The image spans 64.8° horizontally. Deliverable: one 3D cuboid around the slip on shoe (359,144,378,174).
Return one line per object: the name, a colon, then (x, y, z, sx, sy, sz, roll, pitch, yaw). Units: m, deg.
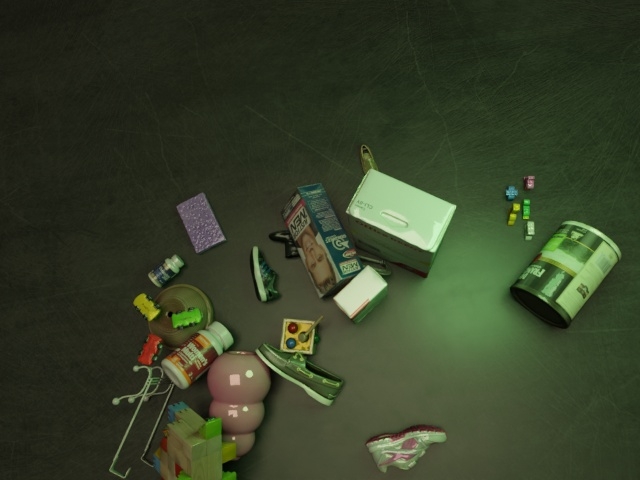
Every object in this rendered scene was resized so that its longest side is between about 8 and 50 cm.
slip on shoe: (0.176, -0.287, 1.842, 0.051, 0.041, 0.135, -14, 74, 4)

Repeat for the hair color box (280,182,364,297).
hair color box: (0.000, 0.000, 1.714, 0.105, 0.174, 0.347, -15, 70, -32)

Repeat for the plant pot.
plant pot: (-0.503, 0.263, 1.760, 0.237, 0.110, 0.237, -2, 74, 8)

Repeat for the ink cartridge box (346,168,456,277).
ink cartridge box: (0.250, -0.040, 1.589, 0.279, 0.384, 0.160, 25, 80, 13)

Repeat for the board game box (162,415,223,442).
board game box: (-0.403, 0.643, 1.604, 0.260, 0.030, 0.136, -25, 81, 37)

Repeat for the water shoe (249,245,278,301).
water shoe: (-0.199, 0.117, 1.787, 0.080, 0.073, 0.203, -5, 73, -21)

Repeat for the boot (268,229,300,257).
boot: (-0.122, 0.014, 1.806, 0.121, 0.045, 0.099, -9, 75, 2)

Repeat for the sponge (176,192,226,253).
sponge: (-0.443, -0.064, 1.877, 0.117, 0.031, 0.210, -28, 74, 0)

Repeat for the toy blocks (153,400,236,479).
toy blocks: (-0.402, 0.666, 1.503, 0.261, 0.191, 0.381, 13, 105, 46)

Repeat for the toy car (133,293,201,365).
toy car: (-0.497, 0.277, 1.669, 0.225, 0.053, 0.239, -13, 71, 2)

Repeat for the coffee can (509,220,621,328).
coffee can: (0.761, 0.106, 1.575, 0.201, 0.201, 0.275, 39, 83, 15)

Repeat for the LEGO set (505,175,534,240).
LEGO set: (0.674, -0.121, 1.702, 0.087, 0.093, 0.227, 1, 76, 9)

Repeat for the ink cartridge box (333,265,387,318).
ink cartridge box: (0.133, 0.180, 1.635, 0.158, 0.218, 0.092, -43, 73, -4)

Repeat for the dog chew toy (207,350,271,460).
dog chew toy: (-0.267, 0.528, 1.619, 0.207, 0.206, 0.331, 4, 84, 9)

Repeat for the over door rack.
over door rack: (-0.579, 0.566, 1.623, 0.108, 0.239, 0.324, 8, 76, 8)

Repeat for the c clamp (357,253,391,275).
c clamp: (0.166, 0.072, 1.727, 0.161, 0.137, 0.022, 17, 113, -1)

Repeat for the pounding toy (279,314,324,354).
pounding toy: (-0.057, 0.313, 1.688, 0.141, 0.100, 0.130, 4, 76, 9)

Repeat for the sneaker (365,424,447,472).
sneaker: (0.272, 0.646, 1.563, 0.252, 0.103, 0.111, -18, 78, 10)

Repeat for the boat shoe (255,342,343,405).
boat shoe: (-0.067, 0.412, 1.630, 0.305, 0.109, 0.091, 35, 91, -6)

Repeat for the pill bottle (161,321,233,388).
pill bottle: (-0.403, 0.375, 1.672, 0.121, 0.121, 0.221, 39, 55, 15)

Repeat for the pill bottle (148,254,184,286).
pill bottle: (-0.556, 0.108, 1.829, 0.120, 0.067, 0.067, -41, 74, -3)
